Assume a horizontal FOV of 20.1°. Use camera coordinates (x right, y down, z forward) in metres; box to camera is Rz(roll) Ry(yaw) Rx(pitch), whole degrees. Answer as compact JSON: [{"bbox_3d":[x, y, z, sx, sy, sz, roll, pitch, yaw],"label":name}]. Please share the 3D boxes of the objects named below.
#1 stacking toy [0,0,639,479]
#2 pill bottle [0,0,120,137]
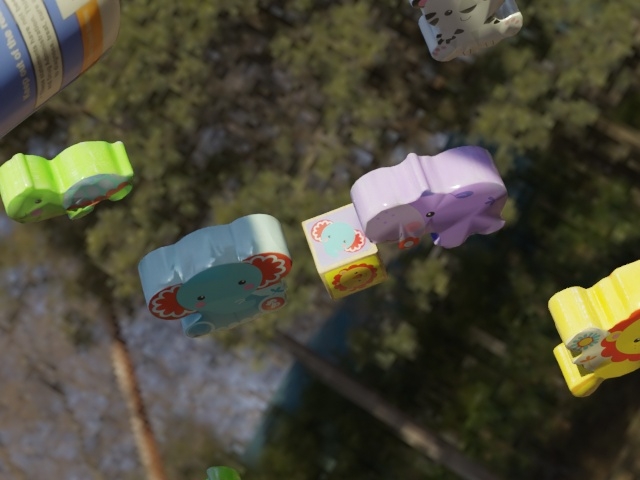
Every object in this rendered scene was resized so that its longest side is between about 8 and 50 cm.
[{"bbox_3d":[0.000,0.000,0.627,0.221,0.167,0.052,-22,-32,2],"label":"stacking toy"},{"bbox_3d":[-0.241,-0.077,0.872,0.272,0.152,0.152,-42,-19,-27],"label":"pill bottle"}]
